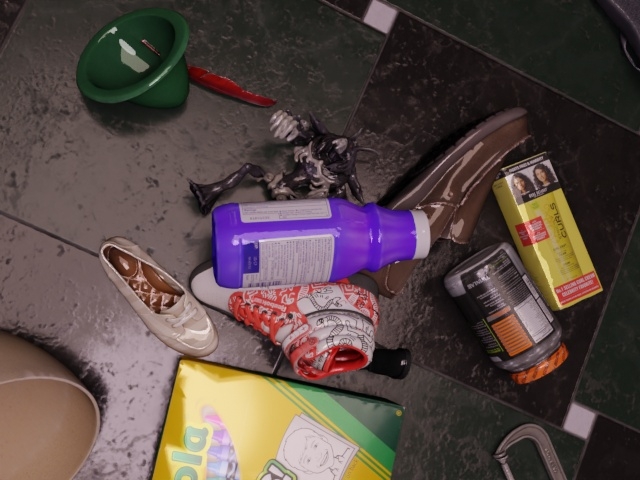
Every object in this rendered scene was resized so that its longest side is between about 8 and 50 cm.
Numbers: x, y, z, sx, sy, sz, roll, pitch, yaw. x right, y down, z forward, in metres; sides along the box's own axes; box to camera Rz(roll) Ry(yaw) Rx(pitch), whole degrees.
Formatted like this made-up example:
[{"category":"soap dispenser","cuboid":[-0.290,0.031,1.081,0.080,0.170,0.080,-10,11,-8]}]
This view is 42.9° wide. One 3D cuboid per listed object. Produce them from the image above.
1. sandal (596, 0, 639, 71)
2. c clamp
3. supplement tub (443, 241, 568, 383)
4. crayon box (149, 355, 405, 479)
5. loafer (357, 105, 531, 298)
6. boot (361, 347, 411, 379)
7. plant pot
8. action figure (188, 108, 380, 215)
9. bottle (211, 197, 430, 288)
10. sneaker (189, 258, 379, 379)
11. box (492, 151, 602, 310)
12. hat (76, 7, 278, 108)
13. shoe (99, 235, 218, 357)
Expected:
[{"category":"sandal","cuboid":[0.534,-0.342,1.350,0.097,0.054,0.255,-26,80,-21]},{"category":"c clamp","cuboid":[0.309,0.365,1.231,0.137,0.022,0.161,-17,88,-13]},{"category":"supplement tub","cuboid":[0.277,0.108,1.205,0.117,0.117,0.190,-32,92,-13]},{"category":"crayon box","cuboid":[-0.080,0.367,1.101,0.313,0.106,0.363,14,83,-11]},{"category":"loafer","cuboid":[0.180,-0.054,1.207,0.366,0.134,0.130,-42,97,-3]},{"category":"boot","cuboid":[0.063,0.167,1.155,0.099,0.121,0.045,12,80,-17]},{"category":"plant pot","cuboid":[-0.442,0.213,0.990,0.284,0.284,0.191,-38,56,-13]},{"category":"action figure","cuboid":[-0.036,-0.092,1.152,0.275,0.141,0.164,-30,87,-10]},{"category":"bottle","cuboid":[0.000,0.000,1.066,0.282,0.118,0.092,-4,52,-10]},{"category":"sneaker","cuboid":[-0.054,0.106,1.105,0.269,0.090,0.145,6,48,-1]},{"category":"box","cuboid":[0.347,-0.013,1.263,0.087,0.058,0.232,-20,88,-14]},{"category":"hat","cuboid":[-0.220,-0.213,1.185,0.208,0.183,0.173,18,68,33]},{"category":"shoe","cuboid":[-0.227,0.081,1.131,0.219,0.058,0.076,45,77,-4]}]
